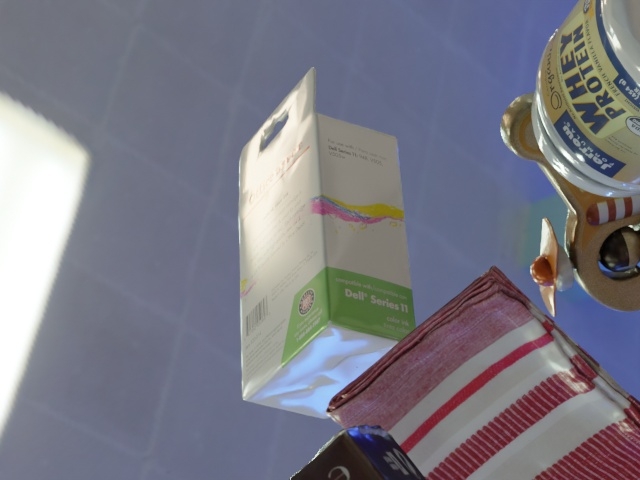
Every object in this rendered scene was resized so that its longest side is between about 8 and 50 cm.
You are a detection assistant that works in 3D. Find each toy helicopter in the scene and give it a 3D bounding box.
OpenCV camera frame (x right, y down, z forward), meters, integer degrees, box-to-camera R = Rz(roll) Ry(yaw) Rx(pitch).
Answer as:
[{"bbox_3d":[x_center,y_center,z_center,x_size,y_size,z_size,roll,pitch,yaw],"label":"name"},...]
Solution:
[{"bbox_3d":[0.332,-0.040,1.778,0.355,0.235,0.140,47,-172,-27],"label":"toy helicopter"}]

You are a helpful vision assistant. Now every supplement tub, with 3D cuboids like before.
[{"bbox_3d":[0.365,-0.186,1.505,0.228,0.316,0.228,3,-108,-9],"label":"supplement tub"}]

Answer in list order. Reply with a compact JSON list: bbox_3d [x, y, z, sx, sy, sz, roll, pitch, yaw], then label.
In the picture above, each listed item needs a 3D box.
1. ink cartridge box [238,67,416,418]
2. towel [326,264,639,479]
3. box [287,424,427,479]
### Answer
[{"bbox_3d":[0.000,0.000,1.625,0.119,0.207,0.353,15,-127,-26],"label":"ink cartridge box"},{"bbox_3d":[0.202,0.205,1.438,0.329,0.237,0.037,42,-158,-16],"label":"towel"},{"bbox_3d":[0.070,0.298,0.694,0.381,0.191,0.143,50,-175,14],"label":"box"}]
